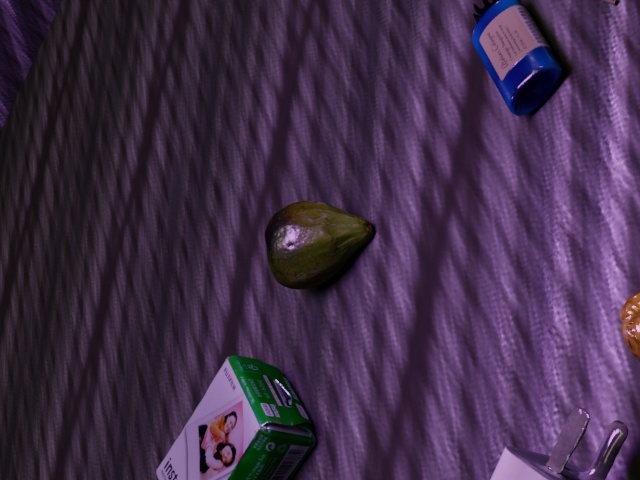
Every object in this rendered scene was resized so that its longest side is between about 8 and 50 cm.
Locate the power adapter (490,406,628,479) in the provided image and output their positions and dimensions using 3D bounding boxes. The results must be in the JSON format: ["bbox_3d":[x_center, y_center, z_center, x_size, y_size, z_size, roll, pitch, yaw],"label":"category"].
[{"bbox_3d":[0.247,0.269,1.393,0.125,0.130,0.205,33,102,55],"label":"power adapter"}]

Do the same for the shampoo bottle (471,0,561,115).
[{"bbox_3d":[0.242,-0.245,1.721,0.087,0.050,0.183,-52,38,30],"label":"shampoo bottle"}]

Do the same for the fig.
[{"bbox_3d":[0.000,0.000,1.909,0.156,0.123,0.123,-11,58,9],"label":"fig"}]

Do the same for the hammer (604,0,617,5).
[{"bbox_3d":[0.326,-0.305,1.668,0.110,0.019,0.035,38,105,49],"label":"hammer"}]

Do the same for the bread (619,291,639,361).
[{"bbox_3d":[0.397,0.070,1.305,0.211,0.114,0.083,-33,33,43],"label":"bread"}]

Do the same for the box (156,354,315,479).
[{"bbox_3d":[-0.122,0.306,1.913,0.250,0.103,0.180,-57,36,19],"label":"box"}]
